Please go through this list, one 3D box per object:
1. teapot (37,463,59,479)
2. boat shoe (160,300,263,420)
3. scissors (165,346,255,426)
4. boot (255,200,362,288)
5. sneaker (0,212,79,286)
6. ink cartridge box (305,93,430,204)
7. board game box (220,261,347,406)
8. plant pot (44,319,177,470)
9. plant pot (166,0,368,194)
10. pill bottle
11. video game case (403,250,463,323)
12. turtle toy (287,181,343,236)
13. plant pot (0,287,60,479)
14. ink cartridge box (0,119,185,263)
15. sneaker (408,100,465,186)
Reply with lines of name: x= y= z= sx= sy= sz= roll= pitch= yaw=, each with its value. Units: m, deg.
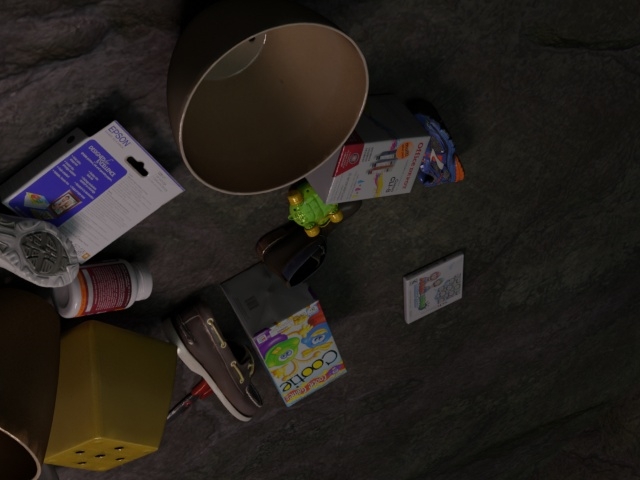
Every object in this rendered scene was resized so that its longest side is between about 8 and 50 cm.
teapot: x=-0.596 y=0.494 z=1.815 sx=0.256 sy=0.253 sz=0.187 roll=19 pitch=130 yaw=-10
boat shoe: x=-0.182 y=0.233 z=1.928 sx=0.096 sy=0.116 sz=0.324 roll=-35 pitch=132 yaw=-1
scissors: x=-0.260 y=0.312 z=2.049 sx=0.297 sy=0.021 sz=0.109 roll=-31 pitch=144 yaw=-2
boot: x=0.000 y=0.000 z=1.826 sx=0.219 sy=0.106 sz=0.082 roll=-33 pitch=143 yaw=-2
sneaker: x=-0.464 y=-0.001 z=1.478 sx=0.232 sy=0.115 sz=0.090 roll=30 pitch=74 yaw=-33
ink cartridge box: x=0.069 y=-0.155 z=1.692 sx=0.176 sy=0.127 sz=0.128 roll=-10 pitch=136 yaw=-30
board game box: x=-0.065 y=0.172 z=1.936 sx=0.142 sy=0.144 sz=0.275 roll=-29 pitch=143 yaw=-7
plant pot: x=-0.379 y=0.278 z=1.722 sx=0.212 sy=0.187 sz=0.212 roll=-26 pitch=149 yaw=28
plant pot: x=-0.102 y=-0.233 z=1.425 sx=0.284 sy=0.191 sz=0.284 roll=-21 pitch=141 yaw=-18
pill bottle: x=-0.355 y=0.075 z=1.651 sx=0.152 sy=0.086 sz=0.086 roll=-7 pitch=136 yaw=-42
video game case: x=0.246 y=0.103 z=2.197 sx=0.143 sy=0.019 sz=0.157 roll=-24 pitch=142 yaw=-14
turtle toy: x=-0.003 y=-0.074 z=1.775 sx=0.130 sy=0.066 sz=0.095 roll=-31 pitch=120 yaw=-8
plant pot: x=-0.499 y=0.206 z=1.542 sx=0.237 sy=0.254 sz=0.237 roll=7 pitch=141 yaw=6
ink cartridge box: x=-0.342 y=-0.078 z=1.532 sx=0.208 sy=0.045 sz=0.206 roll=-35 pitch=143 yaw=3
sneaker: x=0.197 y=-0.163 z=1.823 sx=0.087 sy=0.083 sz=0.221 roll=-27 pitch=140 yaw=4
